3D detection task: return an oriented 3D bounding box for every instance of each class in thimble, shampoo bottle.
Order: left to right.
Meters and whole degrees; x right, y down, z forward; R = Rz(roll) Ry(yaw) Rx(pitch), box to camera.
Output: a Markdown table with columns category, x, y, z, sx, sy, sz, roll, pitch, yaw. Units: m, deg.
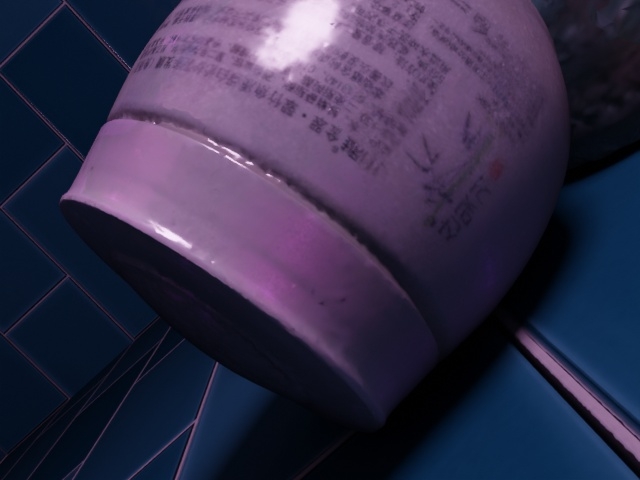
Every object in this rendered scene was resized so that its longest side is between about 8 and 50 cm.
| category | x | y | z | sx | sy | sz | roll | pitch | yaw |
| --- | --- | --- | --- | --- | --- | --- | --- | --- | --- |
| shampoo bottle | 0.002 | -0.040 | 0.442 | 0.266 | 0.273 | 0.273 | -55 | 11 | -17 |
| thimble | 0.222 | -0.169 | 0.521 | 0.235 | 0.143 | 0.198 | -40 | 10 | 24 |
